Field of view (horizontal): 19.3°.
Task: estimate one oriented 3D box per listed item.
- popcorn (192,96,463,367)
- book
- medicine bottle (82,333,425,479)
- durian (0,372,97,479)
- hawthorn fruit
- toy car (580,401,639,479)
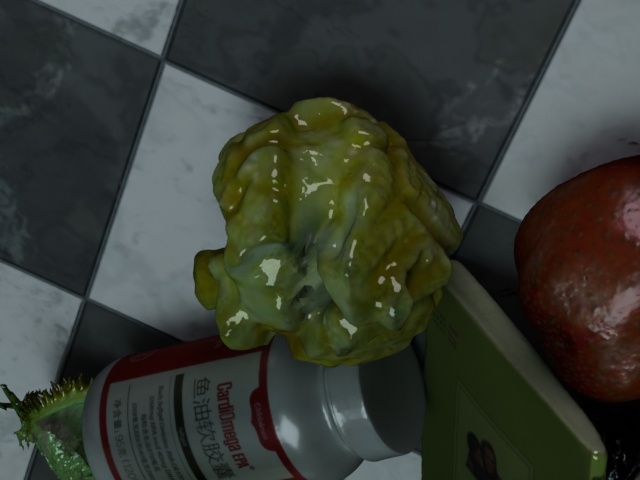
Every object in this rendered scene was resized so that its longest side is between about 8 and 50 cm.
[{"bbox_3d":[0.000,0.001,1.310,0.187,0.167,0.185,30,134,3],"label":"popcorn"},{"bbox_3d":[0.140,0.218,1.396,0.035,0.239,0.352,-14,127,-18],"label":"book"},{"bbox_3d":[-0.053,0.133,1.448,0.250,0.131,0.131,-14,119,29],"label":"medicine bottle"},{"bbox_3d":[-0.189,0.167,1.542,0.086,0.100,0.215,-21,122,28],"label":"durian"},{"bbox_3d":[0.223,0.013,1.247,0.157,0.157,0.194,44,123,-14],"label":"hawthorn fruit"},{"bbox_3d":[0.295,0.176,1.263,0.193,0.118,0.301,17,173,-27],"label":"toy car"}]
